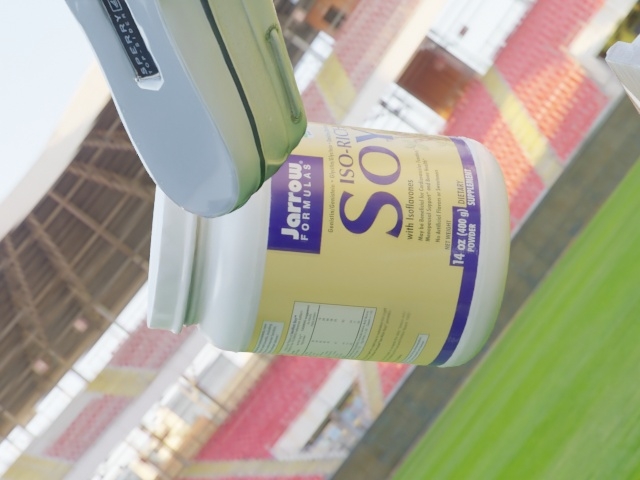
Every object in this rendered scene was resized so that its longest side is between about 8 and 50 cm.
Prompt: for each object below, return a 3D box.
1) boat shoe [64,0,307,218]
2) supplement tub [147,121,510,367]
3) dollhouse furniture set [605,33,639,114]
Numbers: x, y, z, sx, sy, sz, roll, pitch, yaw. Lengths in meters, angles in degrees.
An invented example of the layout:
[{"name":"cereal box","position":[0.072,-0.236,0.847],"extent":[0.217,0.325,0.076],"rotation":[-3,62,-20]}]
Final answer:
[{"name":"boat shoe","position":[-0.088,-0.208,0.817],"extent":[0.136,0.367,0.156],"rotation":[0,32,42]},{"name":"supplement tub","position":[0.000,0.000,1.210],"extent":[0.241,0.331,0.241],"rotation":[-175,90,-79]},{"name":"dollhouse furniture set","position":[0.288,-0.037,0.370],"extent":[0.174,0.303,0.355],"rotation":[-46,31,-7]}]
